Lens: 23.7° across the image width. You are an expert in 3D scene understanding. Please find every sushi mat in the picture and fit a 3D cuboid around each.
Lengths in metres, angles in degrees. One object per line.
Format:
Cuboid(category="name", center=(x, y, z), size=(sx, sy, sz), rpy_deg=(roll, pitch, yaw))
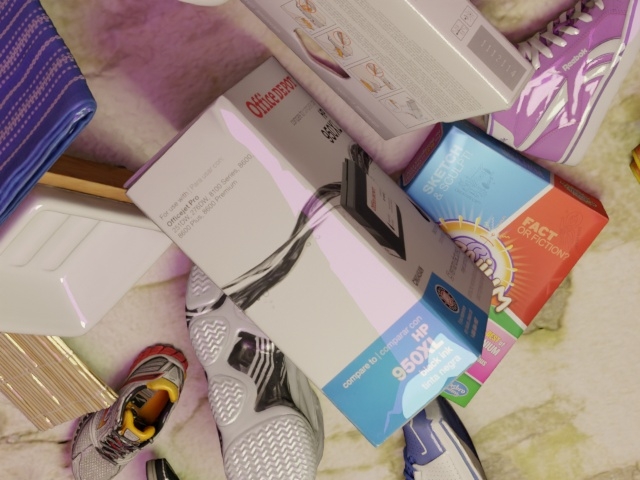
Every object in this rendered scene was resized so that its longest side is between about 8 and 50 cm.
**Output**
Cuboid(category="sushi mat", center=(-0.409, 0.117, 1.928), size=(0.151, 0.019, 0.316), rpy_deg=(-25, 116, 36))

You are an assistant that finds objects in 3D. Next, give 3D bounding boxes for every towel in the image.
Cuboid(category="towel", center=(-0.380, -0.164, 1.675), size=(0.243, 0.336, 0.040), rpy_deg=(-46, 142, 16))

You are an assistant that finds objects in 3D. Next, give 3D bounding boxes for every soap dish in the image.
Cuboid(category="soap dish", center=(-0.325, -0.001, 1.783), size=(0.229, 0.118, 0.291), rpy_deg=(-46, 153, 18))

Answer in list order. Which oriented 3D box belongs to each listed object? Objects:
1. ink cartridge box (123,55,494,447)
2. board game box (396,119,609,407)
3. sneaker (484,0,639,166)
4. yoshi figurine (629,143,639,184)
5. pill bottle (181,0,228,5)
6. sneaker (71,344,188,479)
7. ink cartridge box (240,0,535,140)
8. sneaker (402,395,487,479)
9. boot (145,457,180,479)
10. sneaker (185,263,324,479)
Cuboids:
Cuboid(category="ink cartridge box", center=(0.000, 0.000, 1.728), size=(0.395, 0.285, 0.166), rpy_deg=(45, 107, -4))
Cuboid(category="board game box", center=(0.170, 0.027, 1.921), size=(0.242, 0.064, 0.316), rpy_deg=(29, 110, -15))
Cuboid(category="sneaker", center=(0.280, -0.229, 1.792), size=(0.161, 0.102, 0.282), rpy_deg=(18, 112, -8))
Cuboid(category="yoshi figurine", center=(0.566, -0.116, 1.821), size=(0.362, 0.203, 0.203), rpy_deg=(-29, 129, 8))
Cuboid(category="pill bottle", center=(-0.119, -0.420, 1.642), size=(0.169, 0.169, 0.301), rpy_deg=(19, 113, -11))
Cuboid(category="sneaker", center=(-0.255, 0.238, 1.980), size=(0.088, 0.092, 0.225), rpy_deg=(30, 110, -16))
Cuboid(category="ink cartridge box", center=(0.059, -0.248, 1.731), size=(0.296, 0.261, 0.066), rpy_deg=(42, 68, -20))
Cuboid(category="sneaker", center=(0.144, 0.362, 2.040), size=(0.182, 0.127, 0.315), rpy_deg=(-24, 115, 6))
Cuboid(category="boot", center=(-0.117, 0.356, 2.048), size=(0.179, 0.085, 0.236), rpy_deg=(-23, 120, 5))
Cuboid(category="sneaker", center=(-0.080, 0.163, 1.938), size=(0.137, 0.210, 0.365), rpy_deg=(-11, 81, 1))
